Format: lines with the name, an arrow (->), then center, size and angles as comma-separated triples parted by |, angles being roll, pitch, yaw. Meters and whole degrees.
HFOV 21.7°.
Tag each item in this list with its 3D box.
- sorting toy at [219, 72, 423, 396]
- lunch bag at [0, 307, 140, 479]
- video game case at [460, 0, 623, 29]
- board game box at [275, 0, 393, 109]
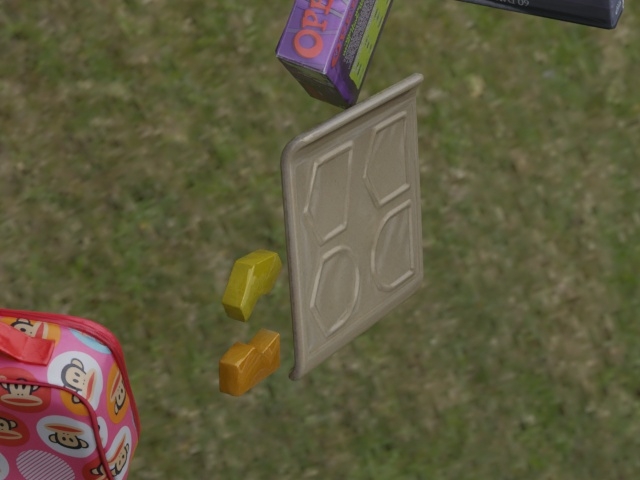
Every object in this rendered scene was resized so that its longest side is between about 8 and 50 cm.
sorting toy -> 0.000, 0.000, 1.423 | 0.307, 0.041, 0.229 | -32, 129, -51
lunch bag -> -0.337, 0.153, 1.666 | 0.258, 0.293, 0.120 | 84, 16, -49
video game case -> 0.068, -0.235, 0.934 | 0.026, 0.196, 0.274 | -62, 153, -29
board game box -> 0.056, -0.286, 1.355 | 0.056, 0.208, 0.346 | 20, 88, 4
